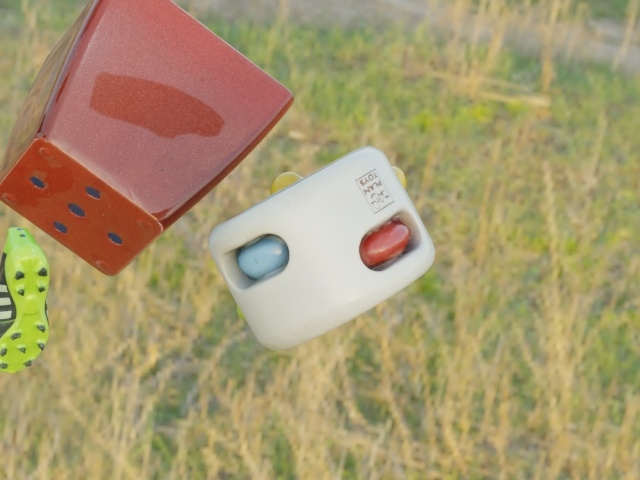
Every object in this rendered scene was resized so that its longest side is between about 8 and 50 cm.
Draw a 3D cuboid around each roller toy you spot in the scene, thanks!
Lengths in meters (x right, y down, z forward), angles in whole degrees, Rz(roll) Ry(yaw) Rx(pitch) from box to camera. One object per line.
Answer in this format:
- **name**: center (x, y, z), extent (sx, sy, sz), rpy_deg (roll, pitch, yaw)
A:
- **roller toy**: center (0.000, 0.000, 1.475), extent (0.209, 0.146, 0.191), rpy_deg (-29, 3, -1)

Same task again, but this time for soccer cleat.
- **soccer cleat**: center (-0.320, 0.065, 1.656), extent (0.060, 0.179, 0.072), rpy_deg (-3, 42, -25)

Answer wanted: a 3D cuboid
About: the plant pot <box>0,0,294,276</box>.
- **plant pot**: center (-0.239, -0.117, 1.885), extent (0.267, 0.267, 0.236), rpy_deg (36, 56, -12)
